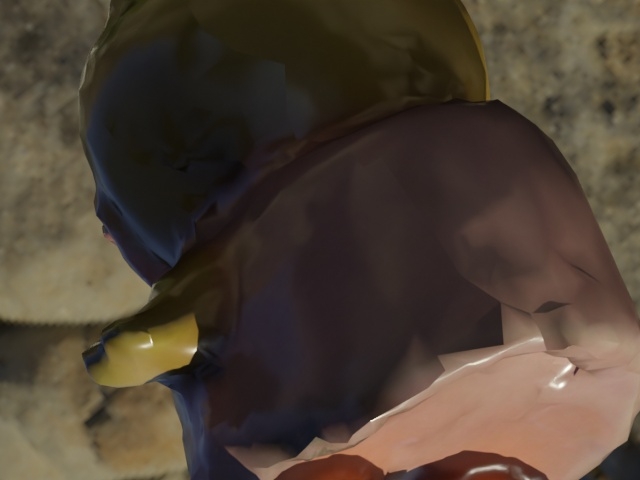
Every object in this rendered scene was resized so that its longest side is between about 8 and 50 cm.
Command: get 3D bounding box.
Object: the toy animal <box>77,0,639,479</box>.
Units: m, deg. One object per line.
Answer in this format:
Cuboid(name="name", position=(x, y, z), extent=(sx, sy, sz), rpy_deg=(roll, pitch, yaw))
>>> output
Cuboid(name="toy animal", position=(0.002, -0.004, 0.567), extent=(0.195, 0.169, 0.281), rpy_deg=(9, -140, -39))
